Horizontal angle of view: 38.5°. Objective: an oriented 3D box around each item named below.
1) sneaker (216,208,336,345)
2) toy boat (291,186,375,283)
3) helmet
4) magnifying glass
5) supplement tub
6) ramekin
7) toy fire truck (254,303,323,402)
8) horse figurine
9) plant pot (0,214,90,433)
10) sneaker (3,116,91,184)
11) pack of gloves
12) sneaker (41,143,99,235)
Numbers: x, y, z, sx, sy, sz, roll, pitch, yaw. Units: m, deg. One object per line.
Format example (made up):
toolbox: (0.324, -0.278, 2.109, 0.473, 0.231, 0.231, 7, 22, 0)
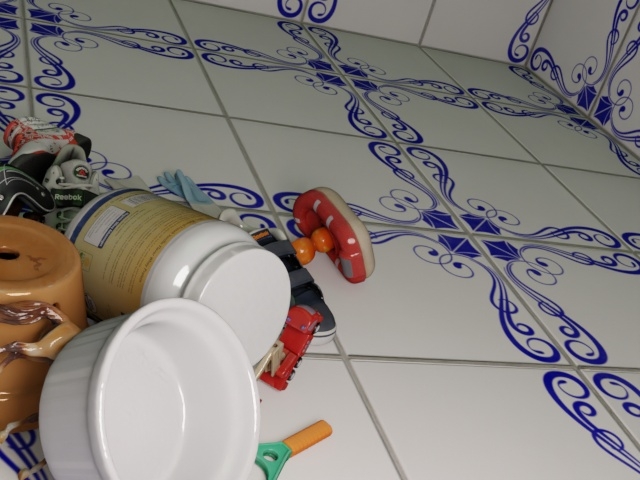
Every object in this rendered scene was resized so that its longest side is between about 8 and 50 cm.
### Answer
sneaker: (-0.093, 0.060, 1.655, 0.321, 0.127, 0.126, 34, 30, 25)
toy boat: (0.000, 0.000, 1.838, 0.151, 0.151, 0.231, -24, 41, -13)
helmet: (-0.550, -0.055, 1.538, 0.169, 0.169, 0.162, 40, 14, 36)
magnifying glass: (-0.066, 0.309, 1.318, 0.092, 0.026, 0.231, 35, 31, 30)
supplement tub: (-0.223, 0.060, 1.396, 0.316, 0.228, 0.228, 21, 23, 39)
ramekin: (-0.213, 0.216, 1.140, 0.135, 0.277, 0.277, -12, 10, 34)
toy fire truck: (-0.071, 0.185, 1.422, 0.047, 0.192, 0.135, 28, 1, 17)
horse figurine: (-0.344, 0.180, 1.179, 0.174, 0.263, 0.066, -27, 24, -30)
plant pot: (-0.452, 0.097, 1.282, 0.291, 0.203, 0.291, 14, 27, -7)
sneaker: (-0.587, -0.175, 1.829, 0.145, 0.090, 0.270, 22, 24, 10)
pack of gloves: (-0.304, -0.093, 1.895, 0.195, 0.046, 0.232, -8, 37, -42)
sneaker: (-0.453, -0.064, 1.647, 0.123, 0.146, 0.330, 6, 31, -26)
